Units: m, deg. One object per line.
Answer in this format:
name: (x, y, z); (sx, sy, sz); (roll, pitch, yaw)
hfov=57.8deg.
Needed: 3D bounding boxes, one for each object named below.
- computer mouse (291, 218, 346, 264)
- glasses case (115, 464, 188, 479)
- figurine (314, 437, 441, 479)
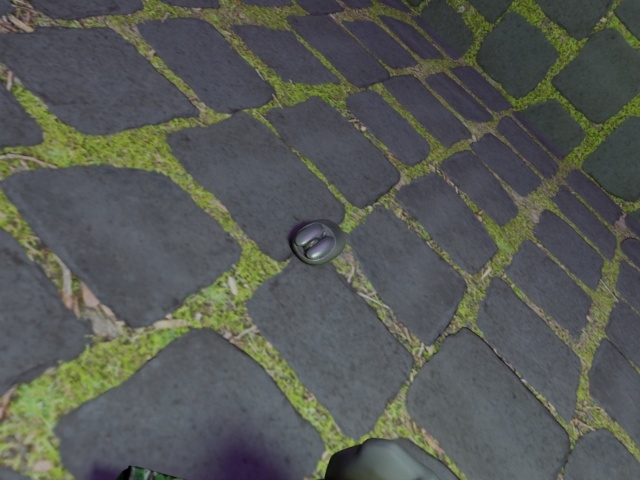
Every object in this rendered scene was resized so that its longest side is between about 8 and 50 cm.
computer mouse: (0.002, -0.002, 0.851); (0.066, 0.039, 0.096); (50, 37, 13)
glasses case: (-0.052, 0.277, 0.487); (0.272, 0.062, 0.095); (26, 40, -20)
figurine: (0.015, 0.225, 0.387); (0.133, 0.176, 0.236); (46, 24, 21)
